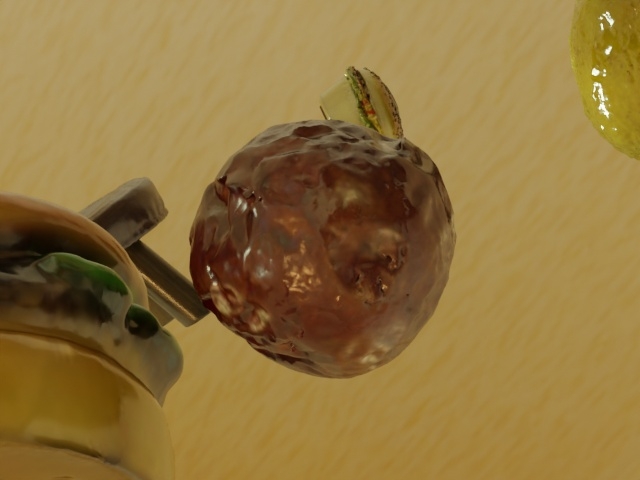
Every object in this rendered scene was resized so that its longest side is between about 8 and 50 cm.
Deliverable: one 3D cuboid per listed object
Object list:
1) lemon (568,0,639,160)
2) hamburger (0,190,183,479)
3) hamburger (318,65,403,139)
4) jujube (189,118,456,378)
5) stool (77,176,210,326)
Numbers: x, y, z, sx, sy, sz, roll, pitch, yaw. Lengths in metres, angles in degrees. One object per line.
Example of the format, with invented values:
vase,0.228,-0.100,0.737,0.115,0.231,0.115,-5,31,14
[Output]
lemon,0.411,-0.229,1.900,0.268,0.322,0.268,-1,-159,0
hamburger,-0.308,0.126,1.357,0.395,0.396,0.277,14,-133,-36
hamburger,0.052,-0.139,1.948,0.141,0.081,0.126,60,-177,-37
jujube,0.000,0.000,1.257,0.197,0.197,0.290,32,177,-10
stool,-0.269,0.065,1.980,0.178,0.272,0.272,56,-152,-9
